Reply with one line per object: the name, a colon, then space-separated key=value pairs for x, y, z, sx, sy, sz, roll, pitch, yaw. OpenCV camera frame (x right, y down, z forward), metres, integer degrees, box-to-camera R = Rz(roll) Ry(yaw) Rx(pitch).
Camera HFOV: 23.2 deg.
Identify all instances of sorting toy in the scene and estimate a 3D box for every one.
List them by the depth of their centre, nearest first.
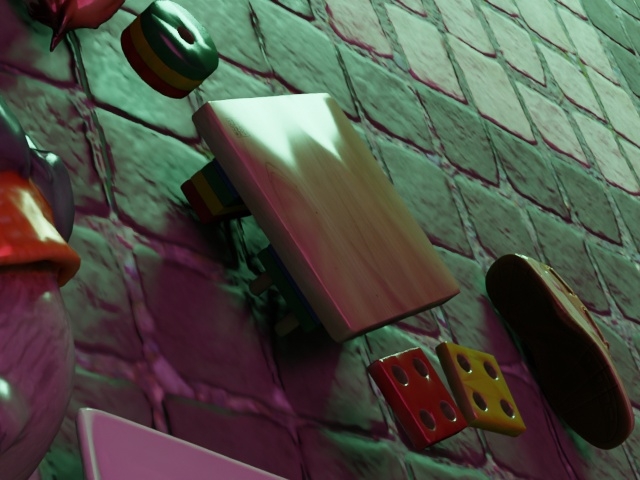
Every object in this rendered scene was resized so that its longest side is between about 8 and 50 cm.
sorting toy: x=0.000 y=0.000 z=0.798 sx=0.274 sy=0.046 sz=0.132 roll=56 pitch=27 yaw=10

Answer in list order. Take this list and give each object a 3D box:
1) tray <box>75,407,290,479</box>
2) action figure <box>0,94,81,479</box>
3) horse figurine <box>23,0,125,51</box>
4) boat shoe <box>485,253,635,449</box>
tray: x=-0.018 y=0.187 z=0.542 sx=0.145 sy=0.030 sz=0.270 roll=29 pitch=30 yaw=-39
action figure: x=-0.196 y=-0.044 z=0.419 sx=0.330 sy=0.178 sz=0.341 roll=47 pitch=24 yaw=11
horse figurine: x=-0.119 y=-0.210 z=0.852 sx=0.174 sy=0.066 sz=0.263 roll=47 pitch=29 yaw=3
boat shoe: x=0.155 y=0.064 z=0.956 sx=0.045 sy=0.050 sz=0.135 roll=-4 pitch=60 yaw=-52
